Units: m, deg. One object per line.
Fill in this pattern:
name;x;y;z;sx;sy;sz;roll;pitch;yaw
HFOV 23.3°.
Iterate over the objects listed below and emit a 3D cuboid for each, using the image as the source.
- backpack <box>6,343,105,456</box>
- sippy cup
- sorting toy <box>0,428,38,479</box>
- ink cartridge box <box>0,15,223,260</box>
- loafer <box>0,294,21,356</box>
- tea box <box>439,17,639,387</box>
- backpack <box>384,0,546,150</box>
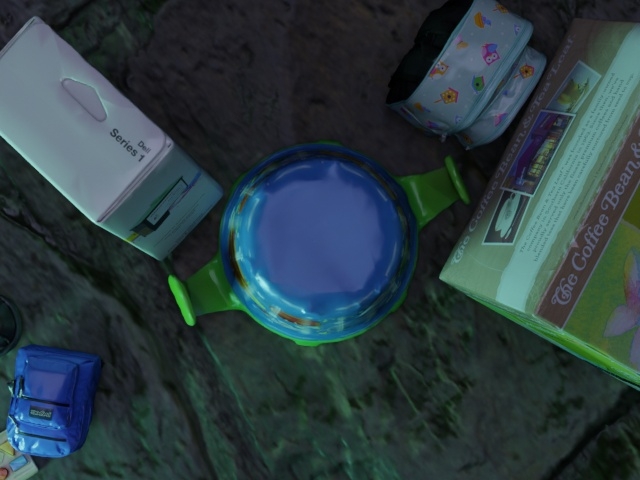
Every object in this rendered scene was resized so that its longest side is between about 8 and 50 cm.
backpack;-0.308;0.184;1.749;0.098;0.101;0.120;10;92;6
sippy cup;0.000;0.000;1.696;0.240;0.224;0.305;31;88;-1
sorting toy;-0.375;0.261;1.788;0.083;0.012;0.062;-32;90;-2
ink cartridge box;-0.233;-0.100;1.652;0.201;0.278;0.117;42;89;11
loafer;-0.491;0.123;1.748;0.302;0.095;0.109;-16;89;-1
tea box;0.363;-0.017;1.656;0.323;0.220;0.329;28;88;-23
backpack;0.163;-0.189;1.721;0.144;0.188;0.166;35;88;0
